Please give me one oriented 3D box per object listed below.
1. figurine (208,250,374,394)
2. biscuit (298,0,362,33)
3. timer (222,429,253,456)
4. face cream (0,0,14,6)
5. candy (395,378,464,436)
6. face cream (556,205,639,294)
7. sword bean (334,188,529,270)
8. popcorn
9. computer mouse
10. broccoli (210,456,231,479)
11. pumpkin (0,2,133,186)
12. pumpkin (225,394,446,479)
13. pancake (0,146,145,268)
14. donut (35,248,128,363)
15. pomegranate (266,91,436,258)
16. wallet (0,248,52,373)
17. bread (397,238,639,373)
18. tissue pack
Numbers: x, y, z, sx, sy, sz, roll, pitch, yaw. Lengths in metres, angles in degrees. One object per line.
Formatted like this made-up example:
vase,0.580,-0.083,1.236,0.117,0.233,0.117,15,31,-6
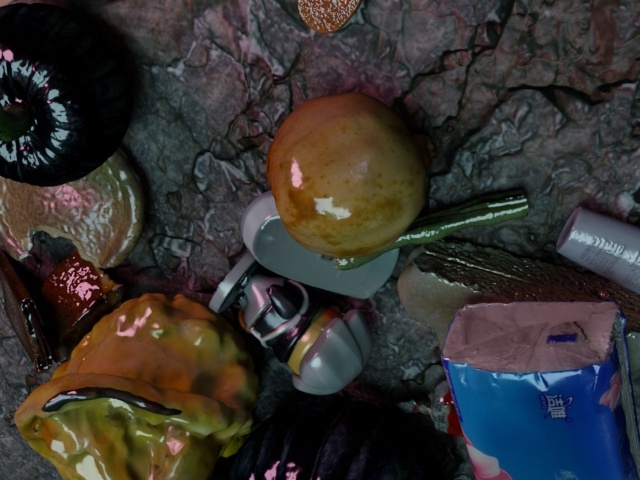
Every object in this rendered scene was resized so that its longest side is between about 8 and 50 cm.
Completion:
figurine,-0.040,0.129,1.227,0.236,0.133,0.176,37,156,5
biscuit,0.009,-0.297,1.003,0.078,0.015,0.091,44,126,-8
timer,-0.178,0.322,1.426,0.107,0.109,0.107,52,155,37
face cream,-0.410,-0.385,1.059,0.149,0.104,0.149,11,125,16
candy,0.255,0.263,1.242,0.292,0.059,0.086,8,127,18
face cream,0.399,0.025,1.030,0.198,0.057,0.084,25,128,3
sword bean,0.141,-0.012,1.092,0.269,0.043,0.038,-19,128,15
popcorn,-0.273,0.243,1.249,0.349,0.382,0.349,-3,79,15
computer mouse,0.000,0.000,1.167,0.231,0.079,0.128,22,125,-14
broccoli,-0.246,0.518,1.512,0.281,0.348,0.293,30,85,12
pumpkin,-0.384,-0.180,1.092,0.248,0.248,0.248,11,125,16
pumpkin,0.024,0.418,1.309,0.363,0.266,0.363,13,130,16
pancake,-0.407,-0.063,1.280,0.288,0.033,0.286,43,114,3
donut,-0.404,0.106,1.365,0.126,0.144,0.186,51,156,17
pomegranate,0.032,-0.079,1.016,0.207,0.207,0.207,11,125,16
wallet,-0.493,0.110,1.368,0.243,0.039,0.133,29,130,53
bread,0.265,0.117,1.116,0.337,0.102,0.183,16,126,12
tissue pack,0.279,0.210,1.023,0.209,0.137,0.269,-3,125,24
